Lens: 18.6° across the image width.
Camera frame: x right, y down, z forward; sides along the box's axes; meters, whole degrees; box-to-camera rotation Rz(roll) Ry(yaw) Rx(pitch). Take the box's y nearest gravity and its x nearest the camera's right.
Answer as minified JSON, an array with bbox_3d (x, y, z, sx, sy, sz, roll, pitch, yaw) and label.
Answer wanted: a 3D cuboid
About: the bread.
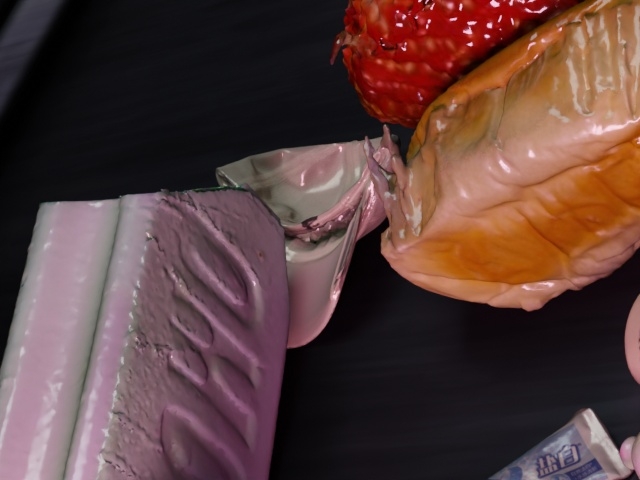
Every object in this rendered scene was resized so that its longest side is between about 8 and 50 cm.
[{"bbox_3d":[0.226,-0.085,1.732,0.389,0.236,0.183,-27,47,34],"label":"bread"}]

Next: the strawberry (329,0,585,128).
[{"bbox_3d":[0.144,-0.241,1.814,0.343,0.292,0.292,-45,30,15],"label":"strawberry"}]

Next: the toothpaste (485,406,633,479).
[{"bbox_3d":[0.128,0.234,1.616,0.268,0.047,0.069,-32,19,1],"label":"toothpaste"}]

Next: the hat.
[{"bbox_3d":[0.000,0.000,2.015,0.219,0.164,0.226,-3,84,35],"label":"hat"}]

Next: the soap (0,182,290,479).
[{"bbox_3d":[-0.161,0.127,1.805,0.156,0.261,0.446,-16,48,28],"label":"soap"}]

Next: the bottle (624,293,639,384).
[{"bbox_3d":[0.343,0.085,1.537,0.209,0.110,0.097,8,84,49],"label":"bottle"}]

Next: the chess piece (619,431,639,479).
[{"bbox_3d":[0.322,0.166,1.464,0.139,0.139,0.272,-51,23,-22],"label":"chess piece"}]
